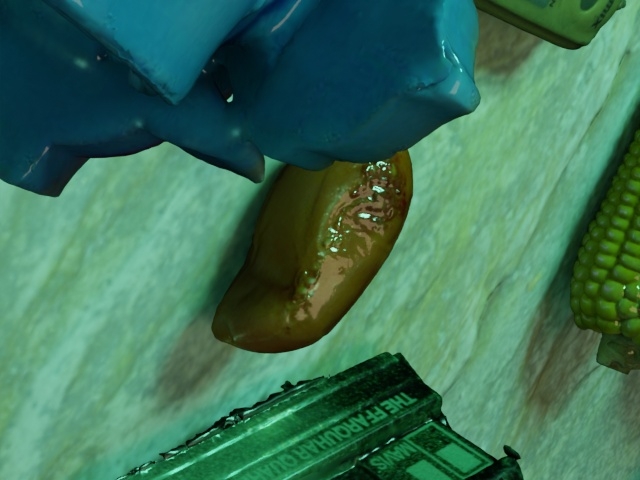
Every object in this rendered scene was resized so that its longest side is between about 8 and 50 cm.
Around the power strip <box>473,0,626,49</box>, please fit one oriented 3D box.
[{"bbox_3d":[0.101,-0.199,0.942,0.387,0.066,0.092,11,108,-51],"label":"power strip"}]

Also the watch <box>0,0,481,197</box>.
[{"bbox_3d":[-0.087,-0.142,0.584,0.241,0.305,0.274,-56,149,-4],"label":"watch"}]

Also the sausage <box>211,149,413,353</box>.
[{"bbox_3d":[0.000,0.000,0.949,0.179,0.089,0.089,-57,142,-5],"label":"sausage"}]

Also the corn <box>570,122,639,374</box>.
[{"bbox_3d":[0.309,-0.047,1.226,0.130,0.130,0.347,9,105,-50],"label":"corn"}]

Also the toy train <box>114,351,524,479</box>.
[{"bbox_3d":[-0.007,0.201,1.003,0.330,0.178,0.138,-23,131,-38],"label":"toy train"}]
